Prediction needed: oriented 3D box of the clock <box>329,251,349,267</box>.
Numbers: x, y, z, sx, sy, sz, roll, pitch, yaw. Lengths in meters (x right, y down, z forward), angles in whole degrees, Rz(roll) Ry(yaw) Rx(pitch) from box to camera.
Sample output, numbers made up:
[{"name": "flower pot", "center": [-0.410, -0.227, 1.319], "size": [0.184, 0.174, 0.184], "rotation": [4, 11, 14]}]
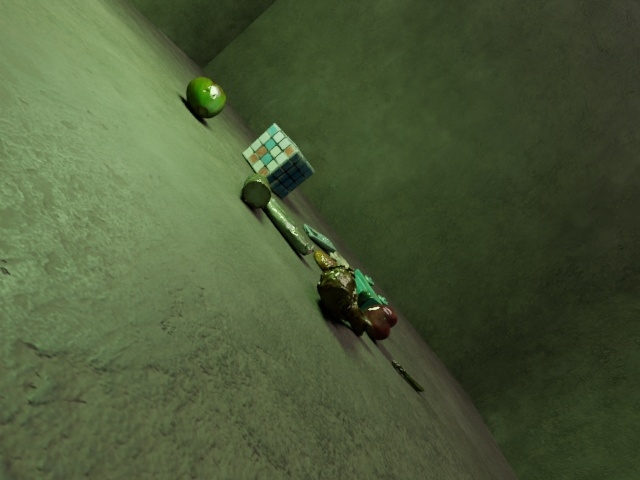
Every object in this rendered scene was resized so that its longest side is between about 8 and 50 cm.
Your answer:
[{"name": "clock", "center": [0.108, 0.139, 2.253], "size": [0.229, 0.063, 0.156], "rotation": [40, 15, -45]}]

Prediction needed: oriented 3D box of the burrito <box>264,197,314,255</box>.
[{"name": "burrito", "center": [-0.139, -0.061, 1.668], "size": [0.309, 0.066, 0.096], "rotation": [49, 9, 11]}]

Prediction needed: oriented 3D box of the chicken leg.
[{"name": "chicken leg", "center": [0.076, 0.199, 1.438], "size": [0.361, 0.140, 0.212], "rotation": [59, 17, -60]}]

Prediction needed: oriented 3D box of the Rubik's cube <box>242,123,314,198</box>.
[{"name": "Rubik's cube", "center": [-0.229, -0.433, 2.281], "size": [0.253, 0.259, 0.256], "rotation": [56, 8, 27]}]

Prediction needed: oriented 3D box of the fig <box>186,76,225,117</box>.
[{"name": "fig", "center": [-0.522, -0.637, 1.870], "size": [0.181, 0.180, 0.191], "rotation": [45, 31, -38]}]

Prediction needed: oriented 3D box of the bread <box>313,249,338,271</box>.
[{"name": "bread", "center": [0.042, 0.116, 1.928], "size": [0.193, 0.064, 0.193], "rotation": [47, 6, -7]}]

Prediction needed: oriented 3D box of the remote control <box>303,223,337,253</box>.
[{"name": "remote control", "center": [0.001, -0.001, 2.343], "size": [0.293, 0.051, 0.103], "rotation": [36, 15, -51]}]

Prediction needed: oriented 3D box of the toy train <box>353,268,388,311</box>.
[{"name": "toy train", "center": [0.217, 0.259, 2.094], "size": [0.194, 0.120, 0.298], "rotation": [38, 13, -41]}]

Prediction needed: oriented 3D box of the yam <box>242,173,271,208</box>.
[{"name": "yam", "center": [-0.240, -0.193, 1.555], "size": [0.107, 0.107, 0.194], "rotation": [48, 6, -20]}]

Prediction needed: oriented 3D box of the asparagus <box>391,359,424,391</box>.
[{"name": "asparagus", "center": [0.370, 0.577, 1.736], "size": [0.236, 0.027, 0.034], "rotation": [48, 2, -22]}]

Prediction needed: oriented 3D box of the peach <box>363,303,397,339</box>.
[{"name": "peach", "center": [0.242, 0.339, 1.744], "size": [0.152, 0.152, 0.152], "rotation": [50, 7, -8]}]
